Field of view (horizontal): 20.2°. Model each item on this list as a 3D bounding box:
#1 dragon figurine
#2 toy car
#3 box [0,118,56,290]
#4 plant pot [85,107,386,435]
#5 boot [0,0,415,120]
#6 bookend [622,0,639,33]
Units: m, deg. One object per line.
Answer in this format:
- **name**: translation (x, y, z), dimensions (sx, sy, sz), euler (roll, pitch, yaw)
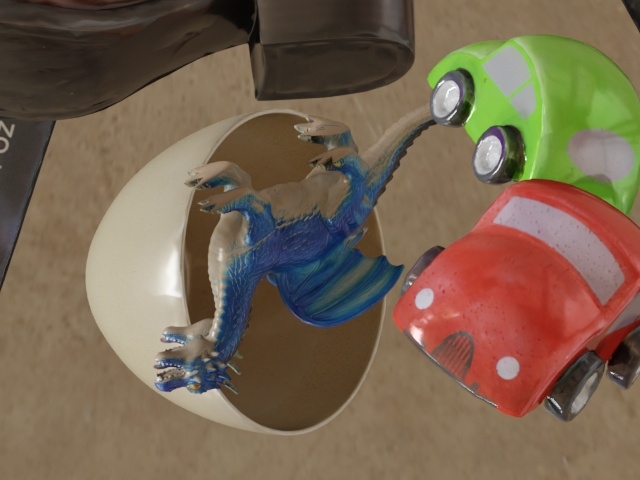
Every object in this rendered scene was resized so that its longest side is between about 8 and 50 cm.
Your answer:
- **dragon figurine**: translation (0.000, 0.000, 1.235), dimensions (0.289, 0.085, 0.144), euler (-25, 119, -8)
- **toy car**: translation (0.103, -0.016, 0.612), dimensions (0.239, 0.225, 0.053), euler (12, 119, -31)
- **box**: translation (-0.347, -0.134, 1.014), dimensions (0.395, 0.212, 0.293), euler (16, 99, -20)
- **plant pot**: translation (-0.099, 0.030, 1.618), dimensions (0.191, 0.284, 0.284), euler (-3, 118, 38)
- **boot**: translation (-0.095, -0.201, 0.795), dimensions (0.264, 0.096, 0.280), euler (-6, 70, -5)
- **bookend**: translation (0.272, -0.122, 1.103), dimensions (0.157, 0.156, 0.072), euler (2, 146, -48)
